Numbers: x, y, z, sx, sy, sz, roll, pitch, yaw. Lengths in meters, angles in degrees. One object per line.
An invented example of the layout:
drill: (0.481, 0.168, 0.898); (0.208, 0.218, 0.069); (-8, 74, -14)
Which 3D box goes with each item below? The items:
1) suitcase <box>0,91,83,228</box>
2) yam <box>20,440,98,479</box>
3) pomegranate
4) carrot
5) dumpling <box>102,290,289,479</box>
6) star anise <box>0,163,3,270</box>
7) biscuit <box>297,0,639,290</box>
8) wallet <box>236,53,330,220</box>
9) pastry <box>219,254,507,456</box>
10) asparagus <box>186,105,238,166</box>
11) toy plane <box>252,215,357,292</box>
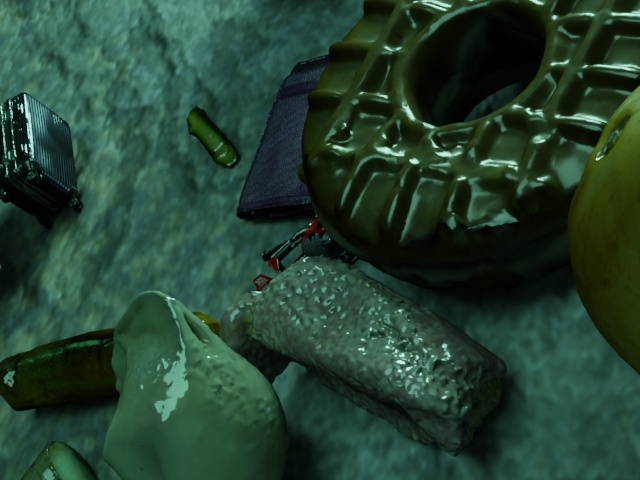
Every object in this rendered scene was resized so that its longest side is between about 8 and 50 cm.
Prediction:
suitcase: (-0.290, -0.084, 1.610); (0.059, 0.086, 0.126); (-27, 52, 20)
yam: (-0.242, 0.242, 1.332); (0.070, 0.070, 0.146); (26, 80, 49)
pomegranate: (0.256, -0.002, 0.954); (0.233, 0.233, 0.233); (-24, 46, 27)
carrot: (-0.183, 0.110, 1.383); (0.260, 0.070, 0.070); (-13, 52, 37)
dumpling: (-0.107, 0.149, 1.210); (0.126, 0.216, 0.166); (-49, 20, -30)
star anise: (-0.381, -0.012, 1.601); (0.262, 0.081, 0.230); (-155, 65, -62)
biscuit: (0.138, -0.108, 1.216); (0.332, 0.103, 0.332); (-19, 46, 21)
wallet: (-0.013, -0.094, 1.413); (0.111, 0.030, 0.165); (-2, 58, 42)
pastry: (0.030, 0.079, 1.188); (0.265, 0.103, 0.112); (12, 61, 44)
asparagus: (-0.108, -0.102, 1.512); (0.025, 0.021, 0.108); (-46, 40, 5)
toy plane: (0.000, 0.000, 1.325); (0.145, 0.037, 0.060); (-43, 36, 5)
